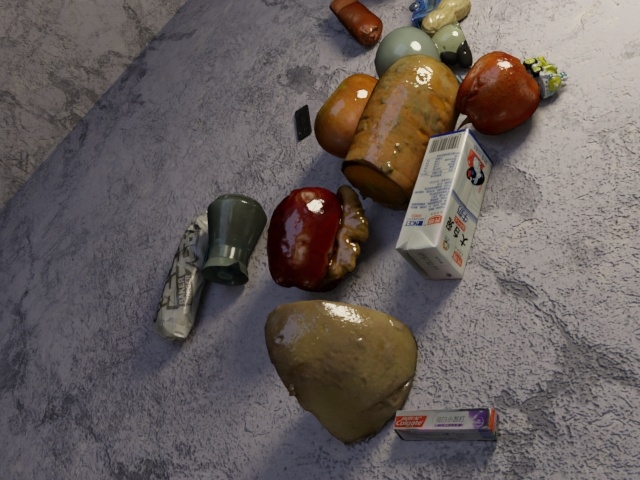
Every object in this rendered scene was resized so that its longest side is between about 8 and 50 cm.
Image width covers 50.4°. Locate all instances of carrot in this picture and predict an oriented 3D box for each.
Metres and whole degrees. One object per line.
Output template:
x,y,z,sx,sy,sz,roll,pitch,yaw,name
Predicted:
0.197,-0.268,1.627,0.224,0.224,0.340,13,69,49,carrot

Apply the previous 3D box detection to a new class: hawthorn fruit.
0.384,-0.320,1.538,0.200,0.179,0.179,-35,39,17,hawthorn fruit

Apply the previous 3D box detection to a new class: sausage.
0.116,-0.723,2.215,0.097,0.094,0.348,-29,38,3,sausage

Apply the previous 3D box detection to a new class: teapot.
-0.255,0.005,1.883,0.203,0.171,0.225,-22,50,44,teapot

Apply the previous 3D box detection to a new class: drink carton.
0.272,-0.079,1.468,0.107,0.130,0.314,-6,53,42,drink carton

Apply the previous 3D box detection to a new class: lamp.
0.265,-0.486,1.807,0.244,0.197,0.197,-19,42,1,lamp

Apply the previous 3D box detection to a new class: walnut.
0.000,0.000,1.614,0.244,0.221,0.269,-3,67,16,walnut

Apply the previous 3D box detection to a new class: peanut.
0.352,-0.626,1.895,0.082,0.082,0.187,9,47,47,peanut

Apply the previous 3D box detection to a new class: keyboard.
-0.054,-0.372,2.134,0.053,0.010,0.155,-29,41,21,keyboard

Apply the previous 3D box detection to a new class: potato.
0.041,0.234,1.318,0.189,0.264,0.211,-33,33,33,potato

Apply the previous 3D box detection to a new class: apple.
0.095,-0.324,1.803,0.235,0.173,0.210,-55,-5,4,apple

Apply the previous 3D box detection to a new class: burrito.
-0.383,0.091,1.972,0.139,0.101,0.445,-24,45,44,burrito

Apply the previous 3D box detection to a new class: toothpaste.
0.225,0.333,1.226,0.196,0.040,0.047,-13,47,37,toothpaste

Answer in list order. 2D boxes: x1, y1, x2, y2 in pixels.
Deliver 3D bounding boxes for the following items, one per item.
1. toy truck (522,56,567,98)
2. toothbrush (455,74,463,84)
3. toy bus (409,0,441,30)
0.513,-0.375,1.553,0.077,0.076,0.111,-20,41,0,toy truck
0.381,-0.358,1.703,0.019,0.016,0.219,-41,38,21,toothbrush
0.327,-0.715,2.014,0.094,0.079,0.236,-12,50,35,toy bus
